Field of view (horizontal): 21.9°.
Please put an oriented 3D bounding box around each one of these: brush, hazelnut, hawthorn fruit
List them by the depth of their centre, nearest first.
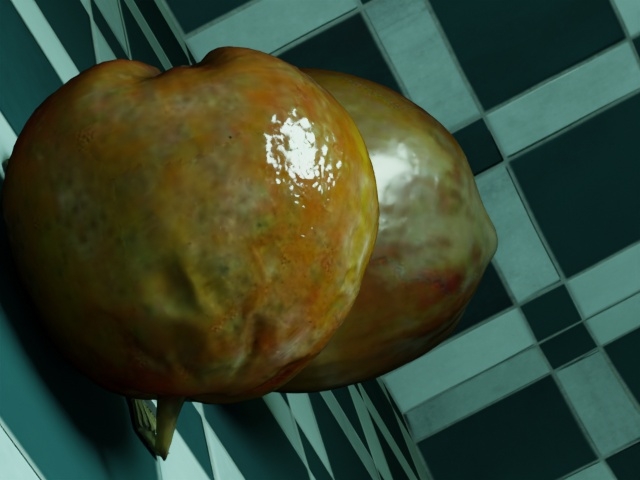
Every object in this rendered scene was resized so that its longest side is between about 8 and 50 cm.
[{"bbox_3d":[-0.094,0.015,1.212,0.277,0.277,0.298,53,38,-68],"label":"hawthorn fruit"},{"bbox_3d":[-0.155,0.116,1.394,0.043,0.014,0.170,61,3,-38],"label":"brush"},{"bbox_3d":[-0.009,0.001,1.743,0.366,0.366,0.366,62,4,-7],"label":"hazelnut"}]

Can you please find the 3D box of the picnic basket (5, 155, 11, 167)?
[{"bbox_3d":[-0.210,-0.059,1.363,0.072,0.083,0.072,61,4,-8],"label":"picnic basket"}]
